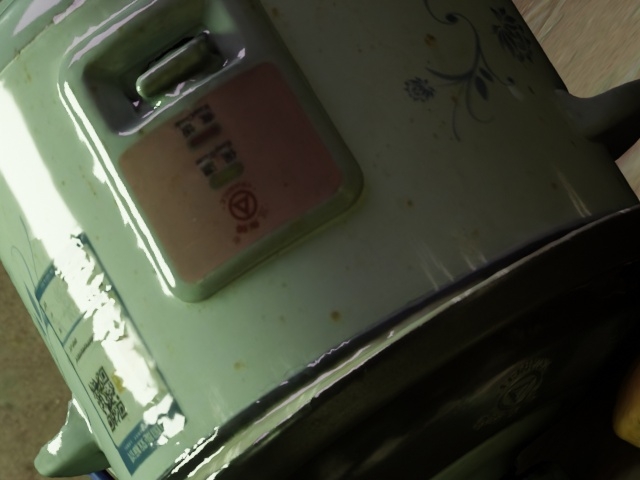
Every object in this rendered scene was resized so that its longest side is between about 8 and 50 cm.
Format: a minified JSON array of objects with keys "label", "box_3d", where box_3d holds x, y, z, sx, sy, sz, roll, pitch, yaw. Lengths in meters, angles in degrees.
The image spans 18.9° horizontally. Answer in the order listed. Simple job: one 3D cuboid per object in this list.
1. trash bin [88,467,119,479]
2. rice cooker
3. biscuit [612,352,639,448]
[{"label":"trash bin","box_3d":[-0.012,0.071,1.101,0.184,0.162,0.234,-37,10,42]},{"label":"rice cooker","box_3d":[0.000,0.000,0.809,0.317,0.316,0.264,-54,-13,-1]},{"label":"biscuit","box_3d":[0.178,-0.011,0.644,0.239,0.041,0.212,-56,4,-19]}]
